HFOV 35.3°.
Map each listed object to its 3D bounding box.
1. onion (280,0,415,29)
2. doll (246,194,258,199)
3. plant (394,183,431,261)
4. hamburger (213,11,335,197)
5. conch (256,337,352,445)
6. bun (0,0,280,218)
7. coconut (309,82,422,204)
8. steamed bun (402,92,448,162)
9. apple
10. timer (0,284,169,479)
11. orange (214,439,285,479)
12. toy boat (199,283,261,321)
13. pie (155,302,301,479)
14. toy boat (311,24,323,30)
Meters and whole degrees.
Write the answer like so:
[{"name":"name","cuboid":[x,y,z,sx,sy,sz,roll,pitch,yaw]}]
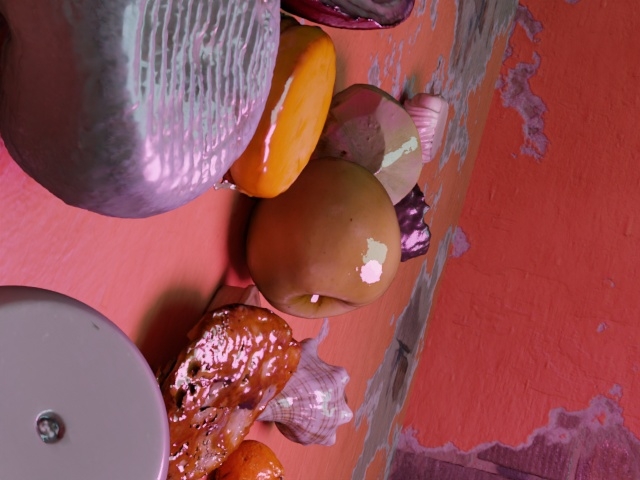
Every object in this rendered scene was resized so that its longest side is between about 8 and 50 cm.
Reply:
[{"name":"onion","cuboid":[-0.042,-0.365,1.251,0.314,0.146,0.280,57,33,-2]},{"name":"doll","cuboid":[-0.099,-0.123,1.541,0.037,0.027,0.125,-37,135,-66]},{"name":"plant","cuboid":[0.097,-0.031,1.965,0.178,0.234,0.204,-96,173,-78]},{"name":"hamburger","cuboid":[-0.094,-0.177,1.260,0.246,0.170,0.246,-59,165,-26]},{"name":"conch","cuboid":[-0.026,0.284,1.873,0.386,0.170,0.203,40,40,-74]},{"name":"bun","cuboid":[-0.171,-0.194,0.944,0.354,0.194,0.354,13,90,-71]},{"name":"coconut","cuboid":[0.077,-0.160,1.792,0.204,0.236,0.236,45,48,-22]},{"name":"steamed bun","cuboid":[0.235,-0.274,2.392,0.183,0.106,0.182,17,90,-75]},{"name":"apple","cuboid":[0.000,0.000,1.595,0.262,0.262,0.262,13,90,-74]},{"name":"timer","cuboid":[-0.289,0.187,0.852,0.285,0.285,0.285,13,90,-74]},{"name":"orange","cuboid":[-0.122,0.411,1.725,0.135,0.118,0.135,-46,144,-48]},{"name":"toy boat","cuboid":[-0.136,0.159,1.575,0.188,0.061,0.116,87,22,-44]},{"name":"pie","cuboid":[-0.155,0.216,1.422,0.308,0.085,0.308,-40,148,-32]},{"name":"toy boat","cuboid":[-0.037,-0.240,1.535,0.175,0.091,0.110,-58,139,-37]}]
